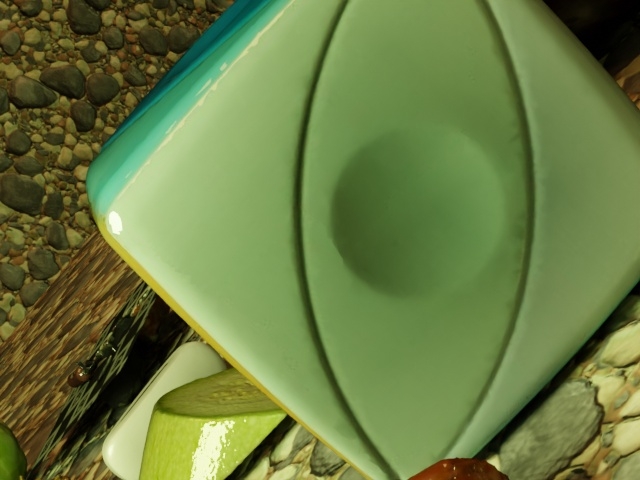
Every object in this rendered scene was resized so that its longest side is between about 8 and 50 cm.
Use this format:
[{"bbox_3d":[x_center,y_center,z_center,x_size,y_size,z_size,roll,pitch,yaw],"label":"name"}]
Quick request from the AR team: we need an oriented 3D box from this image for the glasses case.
[{"bbox_3d":[-0.189,0.208,1.588,0.193,0.074,0.049,-53,18,-23],"label":"glasses case"}]

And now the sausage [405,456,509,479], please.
[{"bbox_3d":[-0.004,0.261,0.846,0.330,0.102,0.102,-42,14,12],"label":"sausage"}]

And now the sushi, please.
[{"bbox_3d":[-0.299,0.181,2.014,0.343,0.064,0.359,-47,14,37],"label":"sushi"}]

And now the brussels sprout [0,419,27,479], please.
[{"bbox_3d":[-0.564,0.369,2.001,0.244,0.244,0.244,-43,14,14],"label":"brussels sprout"}]

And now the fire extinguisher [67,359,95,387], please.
[{"bbox_3d":[-0.361,0.201,2.006,0.046,0.032,0.100,-24,-5,-28],"label":"fire extinguisher"}]

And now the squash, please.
[{"bbox_3d":[-0.119,0.236,1.406,0.204,0.155,0.237,-10,6,-4],"label":"squash"}]

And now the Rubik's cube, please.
[{"bbox_3d":[0.040,-0.050,1.064,0.351,0.347,0.352,-47,13,-1],"label":"Rubik's cube"}]

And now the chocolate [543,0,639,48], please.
[{"bbox_3d":[0.203,-0.322,1.456,0.331,0.384,0.383,-56,7,32],"label":"chocolate"}]

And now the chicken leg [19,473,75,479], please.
[{"bbox_3d":[-0.356,0.342,1.692,0.207,0.085,0.101,-93,4,-81],"label":"chicken leg"}]
